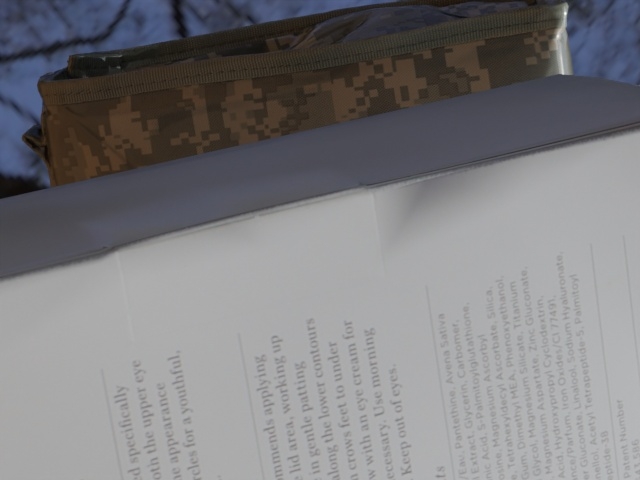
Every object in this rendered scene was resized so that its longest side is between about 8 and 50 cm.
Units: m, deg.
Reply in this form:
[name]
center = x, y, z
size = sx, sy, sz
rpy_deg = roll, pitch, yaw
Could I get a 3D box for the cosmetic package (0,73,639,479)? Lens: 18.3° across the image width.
[cosmetic package]
center = -0.010, 0.164, 0.579
size = 0.097, 0.284, 0.377
rpy_deg = 22, -58, 63

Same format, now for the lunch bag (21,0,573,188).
[lunch bag]
center = 0.000, 0.000, 1.065
size = 0.287, 0.169, 0.235
rpy_deg = -9, -78, 3
